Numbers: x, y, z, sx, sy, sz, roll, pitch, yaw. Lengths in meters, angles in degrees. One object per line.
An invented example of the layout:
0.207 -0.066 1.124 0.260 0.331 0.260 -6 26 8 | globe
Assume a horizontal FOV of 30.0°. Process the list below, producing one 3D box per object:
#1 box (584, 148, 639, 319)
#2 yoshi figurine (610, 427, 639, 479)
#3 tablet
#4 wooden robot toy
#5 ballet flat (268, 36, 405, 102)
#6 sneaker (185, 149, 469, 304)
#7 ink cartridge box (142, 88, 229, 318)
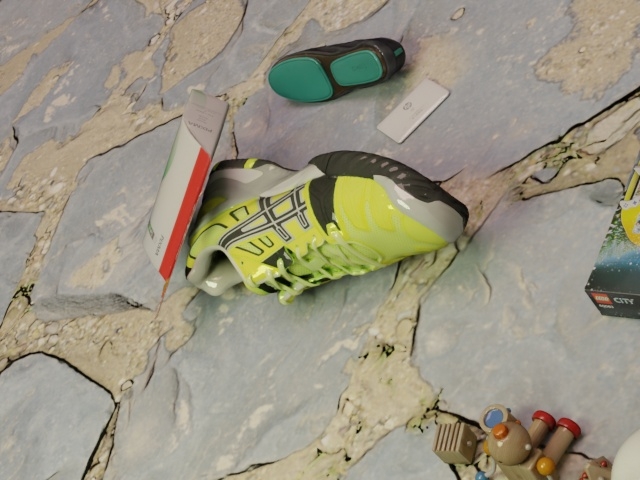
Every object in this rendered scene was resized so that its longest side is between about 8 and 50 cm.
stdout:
0.355 -0.003 0.997 0.233 0.044 0.159 4 59 43 | box
0.221 0.237 0.799 0.362 0.203 0.203 -45 55 -5 | yoshi figurine
0.106 -0.150 1.375 0.083 0.006 0.054 -45 38 -2 | tablet
0.161 0.164 0.987 0.173 0.079 0.076 11 64 45 | wooden robot toy
0.024 -0.212 1.461 0.203 0.074 0.074 -3 53 46 | ballet flat
0.000 0.000 1.246 0.384 0.145 0.147 -2 61 52 | sneaker
-0.165 -0.046 1.360 0.225 0.056 0.181 -79 10 -59 | ink cartridge box
